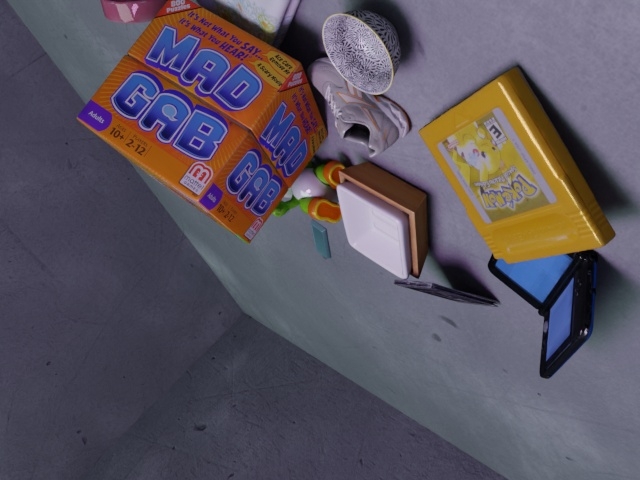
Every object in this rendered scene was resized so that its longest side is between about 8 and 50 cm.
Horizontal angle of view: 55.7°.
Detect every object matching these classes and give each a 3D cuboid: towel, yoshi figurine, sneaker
[{"bbox_3d":[-0.185,-0.566,1.254,0.320,0.090,0.374,46,160,-2],"label":"towel"},{"bbox_3d":[-0.077,-0.178,1.681,0.362,0.203,0.203,28,137,53],"label":"yoshi figurine"},{"bbox_3d":[0.057,-0.283,1.286,0.262,0.121,0.099,40,159,13],"label":"sneaker"}]

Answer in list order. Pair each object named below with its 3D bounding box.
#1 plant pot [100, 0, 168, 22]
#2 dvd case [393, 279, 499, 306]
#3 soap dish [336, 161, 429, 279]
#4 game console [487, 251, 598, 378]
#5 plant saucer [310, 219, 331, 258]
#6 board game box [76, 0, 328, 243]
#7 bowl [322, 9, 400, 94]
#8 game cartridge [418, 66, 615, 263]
[{"bbox_3d":[-0.449,-0.652,1.479,0.201,0.201,0.180,30,140,35],"label":"plant pot"},{"bbox_3d":[0.325,0.136,1.572,0.221,0.018,0.164,17,172,-25],"label":"dvd case"},{"bbox_3d":[0.167,-0.050,1.536,0.229,0.118,0.291,33,157,29],"label":"soap dish"},{"bbox_3d":[0.443,0.117,1.265,0.173,0.250,0.293,12,152,10],"label":"game console"},{"bbox_3d":[0.000,0.000,2.111,0.067,0.018,0.192,35,157,25],"label":"plant saucer"},{"bbox_3d":[-0.250,-0.267,1.422,0.356,0.356,0.356,33,174,16],"label":"board game box"},{"bbox_3d":[0.092,-0.364,1.122,0.170,0.080,0.170,38,158,18],"label":"bowl"},{"bbox_3d":[0.336,-0.112,1.093,0.323,0.053,0.285,59,159,-2],"label":"game cartridge"}]
